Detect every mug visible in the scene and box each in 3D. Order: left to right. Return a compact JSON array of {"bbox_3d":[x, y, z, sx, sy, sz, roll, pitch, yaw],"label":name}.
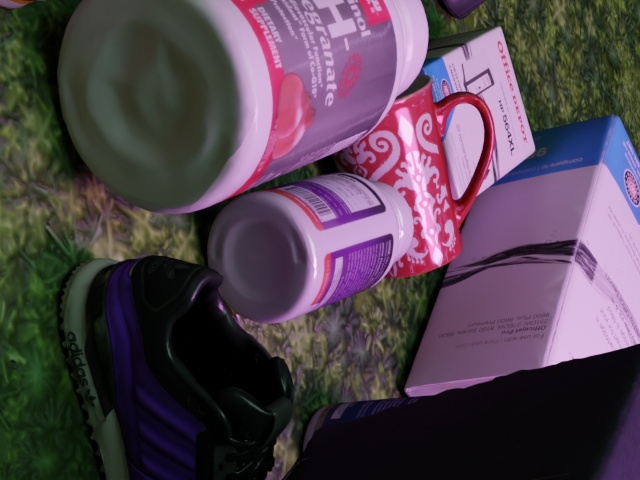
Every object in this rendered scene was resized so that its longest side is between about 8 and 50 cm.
[{"bbox_3d":[0.085,-0.060,1.312,0.113,0.150,0.169,-41,121,-54],"label":"mug"}]

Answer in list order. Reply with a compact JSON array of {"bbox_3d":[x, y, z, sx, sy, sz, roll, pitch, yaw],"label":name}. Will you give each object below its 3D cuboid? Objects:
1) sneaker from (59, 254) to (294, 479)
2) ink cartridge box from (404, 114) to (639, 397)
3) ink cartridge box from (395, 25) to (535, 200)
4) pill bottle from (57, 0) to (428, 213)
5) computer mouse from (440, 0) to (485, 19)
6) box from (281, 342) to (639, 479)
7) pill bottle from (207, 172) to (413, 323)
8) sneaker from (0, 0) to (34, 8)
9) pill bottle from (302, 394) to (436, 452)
[{"bbox_3d":[-0.078,0.146,1.005,0.102,0.146,0.293,-39,114,-53],"label":"sneaker"},{"bbox_3d":[0.265,0.104,1.521,0.285,0.166,0.395,58,39,-31],"label":"ink cartridge box"},{"bbox_3d":[0.133,-0.126,1.449,0.203,0.086,0.148,-35,111,-54],"label":"ink cartridge box"},{"bbox_3d":[-0.042,-0.141,1.104,0.318,0.176,0.176,-28,106,-56],"label":"pill bottle"},{"bbox_3d":[0.177,-0.385,1.605,0.184,0.060,0.262,61,37,-29],"label":"computer mouse"},{"bbox_3d":[0.114,0.394,0.814,0.480,0.297,0.472,63,30,-11],"label":"box"},{"bbox_3d":[0.000,0.000,1.195,0.193,0.108,0.108,-17,96,-57],"label":"pill bottle"},{"bbox_3d":[-0.228,-0.223,0.923,0.185,0.084,0.070,34,55,-49],"label":"sneaker"},{"bbox_3d":[0.078,0.182,1.212,0.094,0.169,0.094,20,65,-53],"label":"pill bottle"}]
